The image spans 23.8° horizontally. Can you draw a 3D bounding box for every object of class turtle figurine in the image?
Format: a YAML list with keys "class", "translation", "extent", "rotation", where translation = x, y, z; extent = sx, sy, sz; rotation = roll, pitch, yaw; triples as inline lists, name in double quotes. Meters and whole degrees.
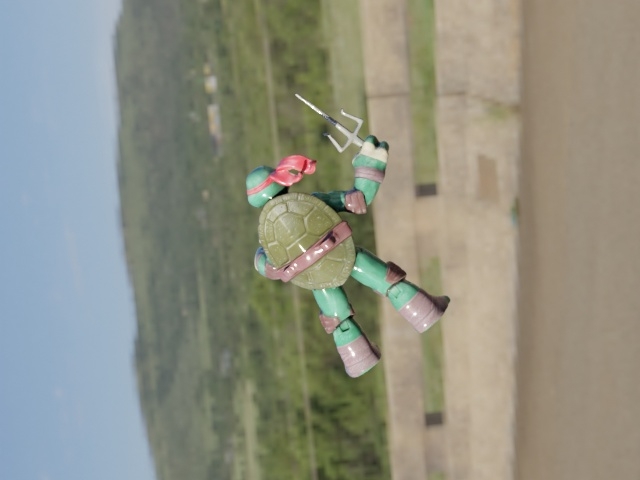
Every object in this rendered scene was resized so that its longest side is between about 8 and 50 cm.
- class: "turtle figurine"
  translation: [0.000, 0.000, 1.348]
  extent: [0.234, 0.175, 0.118]
  rotation: [53, -147, -6]
